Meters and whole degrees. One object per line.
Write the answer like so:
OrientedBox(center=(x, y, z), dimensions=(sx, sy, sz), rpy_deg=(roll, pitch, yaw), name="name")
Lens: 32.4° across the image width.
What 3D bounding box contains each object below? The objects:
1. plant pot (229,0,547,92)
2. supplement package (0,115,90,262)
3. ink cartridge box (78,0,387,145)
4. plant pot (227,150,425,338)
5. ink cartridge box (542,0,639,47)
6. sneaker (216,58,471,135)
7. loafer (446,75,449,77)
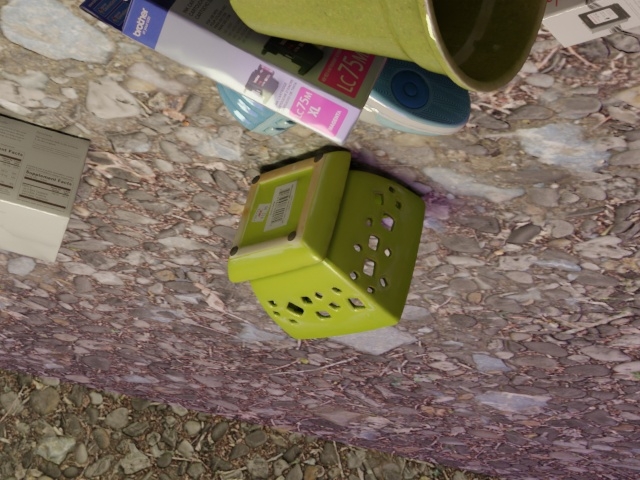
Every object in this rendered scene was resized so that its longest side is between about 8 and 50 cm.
OrientedBox(center=(0.051, -0.284, 1.043), dimensions=(0.254, 0.276, 0.276), rpy_deg=(9, 159, 33), name="plant pot")
OrientedBox(center=(-0.526, -0.094, 1.763), dimensions=(0.262, 0.145, 0.204), rpy_deg=(16, 154, -14), name="supplement package")
OrientedBox(center=(-0.081, -0.235, 1.187), dimensions=(0.311, 0.185, 0.065), rpy_deg=(25, 129, -1), name="ink cartridge box")
OrientedBox(center=(0.000, 0.000, 1.696), dimensions=(0.227, 0.228, 0.207), rpy_deg=(-14, 139, 42), name="plant pot")
OrientedBox(center=(0.288, -0.269, 1.133), dimensions=(0.180, 0.104, 0.060), rpy_deg=(-11, 150, 39), name="ink cartridge box")
OrientedBox(center=(0.016, -0.189, 1.389), dimensions=(0.319, 0.127, 0.208), rpy_deg=(24, 152, -9), name="sneaker")
OrientedBox(center=(0.143, -0.246, 1.267), dimensions=(0.223, 0.076, 0.078), rpy_deg=(28, 159, -29), name="loafer")
